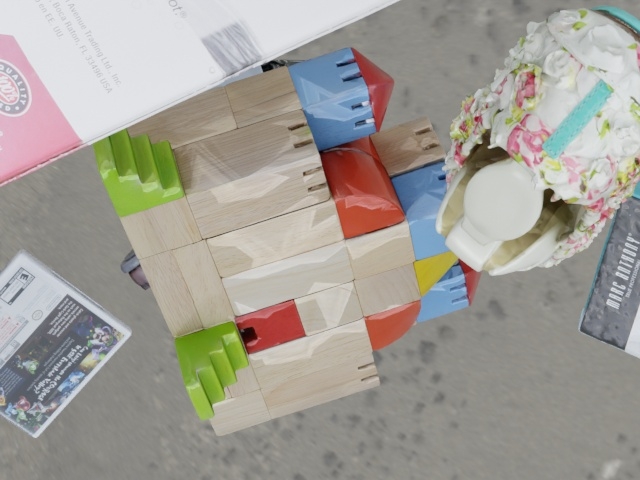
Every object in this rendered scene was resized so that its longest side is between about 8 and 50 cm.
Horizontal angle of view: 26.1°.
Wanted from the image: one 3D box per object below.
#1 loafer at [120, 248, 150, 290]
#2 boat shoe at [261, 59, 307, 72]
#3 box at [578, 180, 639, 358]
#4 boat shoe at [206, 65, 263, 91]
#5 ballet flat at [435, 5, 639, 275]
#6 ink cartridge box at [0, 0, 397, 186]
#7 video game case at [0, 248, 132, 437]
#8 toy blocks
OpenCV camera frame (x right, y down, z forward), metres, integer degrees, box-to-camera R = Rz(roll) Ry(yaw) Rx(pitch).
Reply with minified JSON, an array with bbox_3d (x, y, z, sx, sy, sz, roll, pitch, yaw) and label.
[{"bbox_3d":[-0.081,-0.034,1.509,0.302,0.109,0.095,-42,100,-27],"label":"loafer"},{"bbox_3d":[-0.063,-0.233,1.948,0.142,0.049,0.040,-14,146,-15],"label":"boat shoe"},{"bbox_3d":[0.275,0.047,0.763,0.060,0.244,0.100,-38,145,-50],"label":"box"},{"bbox_3d":[-0.126,-0.151,1.348,0.113,0.105,0.306,0,64,-32],"label":"boat shoe"},{"bbox_3d":[0.084,-0.027,0.590,0.091,0.241,0.077,39,79,10],"label":"ballet flat"},{"bbox_3d":[-0.091,-0.181,0.699,0.283,0.117,0.207,-22,111,20],"label":"ink cartridge box"},{"bbox_3d":[-0.359,0.129,1.700,0.173,0.022,0.190,39,101,-20],"label":"video game case"},{"bbox_3d":[0.000,0.000,1.073,0.261,0.190,0.381,-18,139,-2],"label":"toy blocks"}]
